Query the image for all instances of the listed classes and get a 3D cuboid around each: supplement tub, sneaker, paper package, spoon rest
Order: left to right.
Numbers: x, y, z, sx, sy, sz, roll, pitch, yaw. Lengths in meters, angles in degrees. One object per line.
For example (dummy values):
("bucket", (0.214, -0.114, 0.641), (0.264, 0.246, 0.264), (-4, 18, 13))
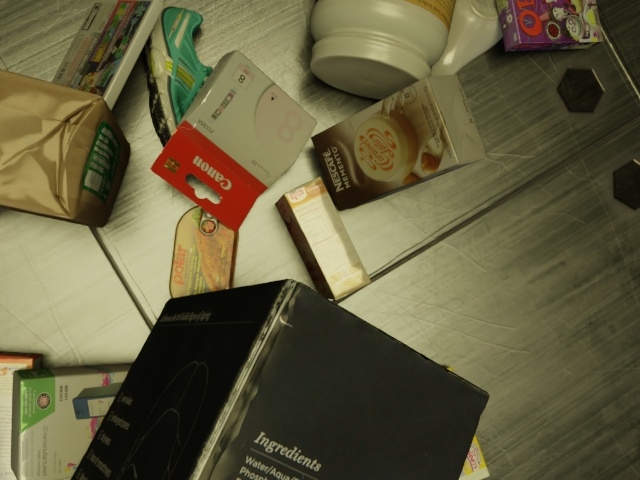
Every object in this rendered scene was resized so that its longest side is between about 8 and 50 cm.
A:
("paper package", (-0.449, -0.130, 0.978), (0.310, 0.325, 0.168), (12, 86, -9))
("sneaker", (-0.226, -0.254, 1.135), (0.110, 0.107, 0.275), (-5, 89, -21))
("supplement tub", (0.111, -0.412, 1.128), (0.229, 0.228, 0.316), (14, 85, -8))
("spoon rest", (0.255, -0.365, 1.235), (0.137, 0.084, 0.276), (31, 70, -7))

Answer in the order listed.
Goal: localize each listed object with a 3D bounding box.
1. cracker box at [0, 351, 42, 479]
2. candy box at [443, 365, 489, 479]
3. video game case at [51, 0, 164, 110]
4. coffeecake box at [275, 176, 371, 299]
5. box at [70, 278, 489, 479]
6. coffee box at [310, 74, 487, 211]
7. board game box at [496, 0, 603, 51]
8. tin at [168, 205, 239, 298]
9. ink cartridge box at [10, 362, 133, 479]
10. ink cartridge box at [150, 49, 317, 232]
("cracker box", (-0.533, 0.290, 1.072), (0.156, 0.067, 0.232), (6, 85, -9))
("candy box", (0.214, 0.335, 1.208), (0.105, 0.027, 0.205), (-19, 91, -11))
("video game case", (-0.347, -0.296, 1.091), (0.023, 0.184, 0.201), (32, 80, -48))
("coffeecake box", (0.000, 0.000, 1.133), (0.068, 0.142, 0.185), (-26, 91, -10))
("box", (-0.118, 0.327, 0.849), (0.298, 0.480, 0.471), (31, 71, -20))
("coffee box", (0.121, -0.151, 1.106), (0.098, 0.247, 0.141), (-19, 89, -48))
("board game box", (0.393, -0.518, 1.243), (0.208, 0.056, 0.346), (-10, 89, -22))
("tin", (-0.196, 0.034, 1.155), (0.106, 0.040, 0.189), (8, 86, -13))
("ink cartridge box", (-0.355, 0.274, 1.057), (0.213, 0.093, 0.154), (2, 87, -31))
("ink cartridge box", (-0.133, -0.158, 1.115), (0.189, 0.066, 0.232), (38, 67, -30))
